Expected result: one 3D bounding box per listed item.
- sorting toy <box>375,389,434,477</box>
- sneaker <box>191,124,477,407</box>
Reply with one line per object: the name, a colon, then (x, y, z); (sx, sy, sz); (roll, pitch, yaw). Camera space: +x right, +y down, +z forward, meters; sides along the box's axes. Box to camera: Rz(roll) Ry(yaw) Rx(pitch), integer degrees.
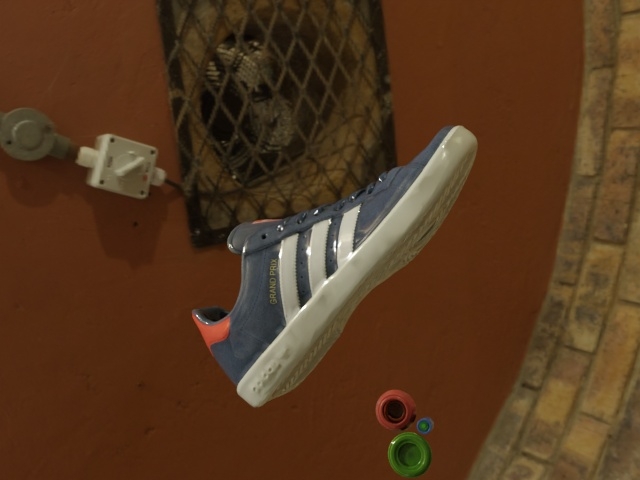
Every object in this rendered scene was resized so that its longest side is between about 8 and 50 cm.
sorting toy: (0.105, 0.225, 0.856); (0.061, 0.042, 0.102); (-21, -104, 13)
sneaker: (0.000, 0.000, 0.721); (0.350, 0.148, 0.131); (-48, -16, 10)
